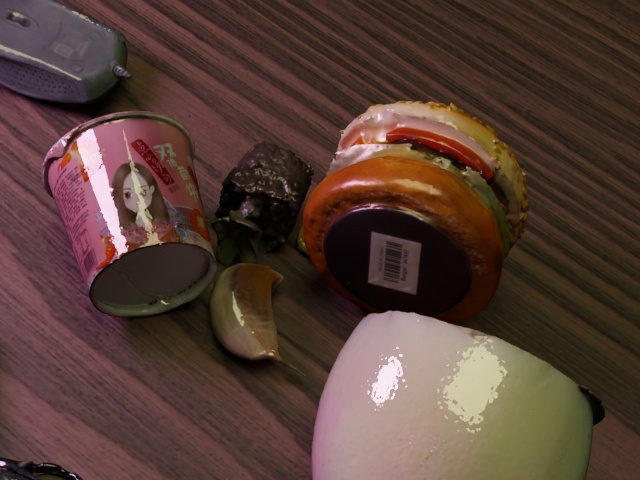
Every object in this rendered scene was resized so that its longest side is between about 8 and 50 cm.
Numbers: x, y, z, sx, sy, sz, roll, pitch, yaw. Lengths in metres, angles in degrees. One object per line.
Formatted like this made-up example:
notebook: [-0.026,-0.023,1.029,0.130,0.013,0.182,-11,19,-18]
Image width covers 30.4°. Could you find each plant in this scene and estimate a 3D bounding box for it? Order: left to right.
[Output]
plant: [-0.098,-0.056,1.882,0.131,0.142,0.203,30,60,3]

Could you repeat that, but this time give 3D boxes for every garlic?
garlic: [-0.099,0.119,1.762,0.128,0.090,0.198,6,41,-26]

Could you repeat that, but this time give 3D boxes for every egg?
egg: [0.143,0.308,1.486,0.354,0.354,0.340,22,71,7]

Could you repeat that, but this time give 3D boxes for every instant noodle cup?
instant noodle cup: [-0.276,-0.032,1.760,0.242,0.243,0.231,-9,57,-21]

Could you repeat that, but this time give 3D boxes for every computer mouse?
computer mouse: [-0.507,-0.339,2.058,0.370,0.122,0.188,22,49,-2]

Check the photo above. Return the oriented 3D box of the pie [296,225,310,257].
pie: [0.000,0.000,1.937,0.084,0.020,0.084,9,46,-9]

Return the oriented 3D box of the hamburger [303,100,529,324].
hamburger: [0.149,-0.044,1.809,0.329,0.330,0.250,19,50,4]

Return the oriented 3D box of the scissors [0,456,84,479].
scissors: [-0.446,0.289,1.546,0.300,0.022,0.109,22,22,13]
